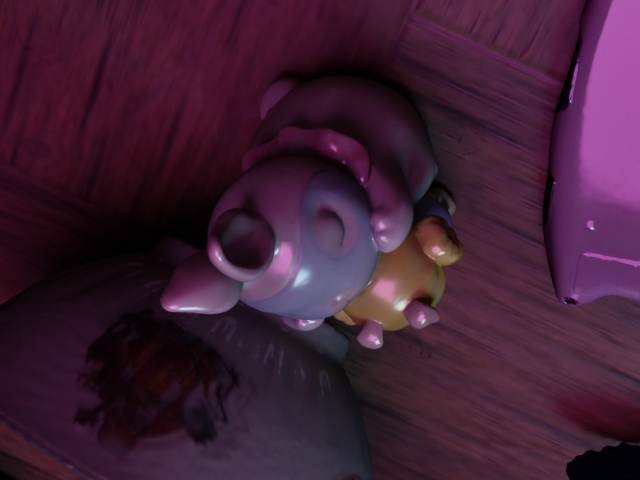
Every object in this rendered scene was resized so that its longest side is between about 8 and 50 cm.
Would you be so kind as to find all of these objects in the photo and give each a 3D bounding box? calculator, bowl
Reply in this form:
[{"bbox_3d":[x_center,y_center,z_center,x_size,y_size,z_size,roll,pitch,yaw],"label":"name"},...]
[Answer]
[{"bbox_3d":[0.240,-0.064,0.848,0.194,0.043,0.294,12,123,11],"label":"calculator"},{"bbox_3d":[-0.080,0.097,0.946,0.337,0.337,0.158,30,84,-3],"label":"bowl"}]

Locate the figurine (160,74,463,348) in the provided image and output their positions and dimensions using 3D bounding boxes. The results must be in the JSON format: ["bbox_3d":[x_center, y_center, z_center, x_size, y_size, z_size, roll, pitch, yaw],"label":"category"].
[{"bbox_3d":[0.000,0.000,0.842,0.127,0.235,0.155,-31,108,30],"label":"figurine"}]

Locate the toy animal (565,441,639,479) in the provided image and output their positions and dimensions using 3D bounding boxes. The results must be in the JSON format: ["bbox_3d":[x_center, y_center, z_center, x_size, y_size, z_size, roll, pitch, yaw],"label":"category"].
[{"bbox_3d":[0.311,0.158,0.950,0.255,0.176,0.239,-15,126,-14],"label":"toy animal"}]
